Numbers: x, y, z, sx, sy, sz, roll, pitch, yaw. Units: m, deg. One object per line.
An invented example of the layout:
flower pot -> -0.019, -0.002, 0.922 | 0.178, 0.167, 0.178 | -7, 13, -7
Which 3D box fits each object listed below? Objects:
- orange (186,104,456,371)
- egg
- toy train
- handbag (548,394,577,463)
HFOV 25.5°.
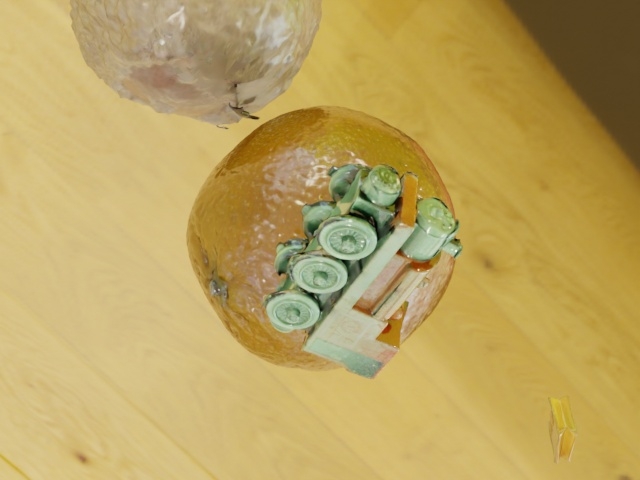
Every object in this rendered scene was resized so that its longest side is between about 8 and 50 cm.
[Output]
orange -> 0.000, 0.000, 1.334 | 0.264, 0.264, 0.264 | -1, 92, -28
egg -> -0.124, -0.251, 1.430 | 0.279, 0.310, 0.279 | 0, 85, -2
toy train -> 0.033, 0.019, 1.033 | 0.118, 0.176, 0.074 | 23, 43, -15
handbag -> 0.311, 0.246, 1.836 | 0.027, 0.083, 0.061 | -7, 53, -2
